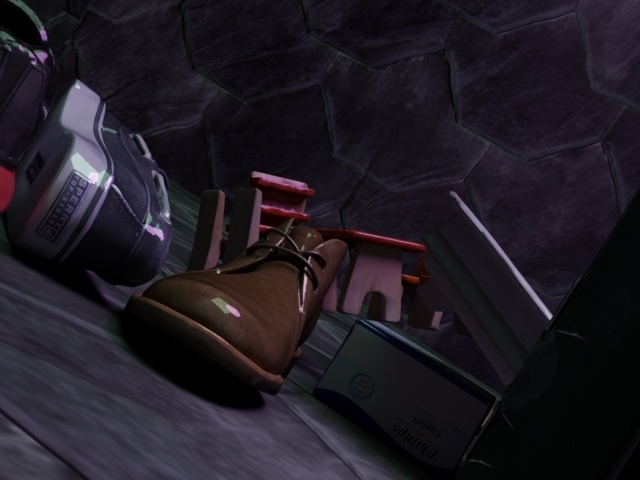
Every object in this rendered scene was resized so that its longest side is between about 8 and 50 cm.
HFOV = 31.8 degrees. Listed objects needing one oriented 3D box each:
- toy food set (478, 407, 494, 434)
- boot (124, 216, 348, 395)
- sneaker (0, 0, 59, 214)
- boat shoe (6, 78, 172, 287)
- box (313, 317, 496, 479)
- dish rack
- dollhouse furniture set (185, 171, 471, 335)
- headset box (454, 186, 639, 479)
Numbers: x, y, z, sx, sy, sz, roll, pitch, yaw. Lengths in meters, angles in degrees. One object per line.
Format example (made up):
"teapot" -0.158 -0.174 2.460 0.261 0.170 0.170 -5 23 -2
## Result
"toy food set" 0.186 0.218 1.426 0.192 0.038 0.132 38 7 -8
"boot" -0.045 0.031 0.756 0.112 0.115 0.305 34 2 5
"sneaker" -0.236 -0.102 0.726 0.098 0.135 0.276 30 1 -31
"boat shoe" -0.162 -0.040 0.821 0.102 0.108 0.301 32 3 -21
"box" 0.073 0.127 0.921 0.126 0.072 0.137 32 1 11
"dish rack" 0.190 0.140 0.880 0.333 0.072 0.285 49 6 -44
"dollhouse furniture set" 0.000 0.000 1.085 0.262 0.135 0.259 12 -5 -28
"headset box" 0.167 0.105 0.522 0.110 0.218 0.293 33 0 30
